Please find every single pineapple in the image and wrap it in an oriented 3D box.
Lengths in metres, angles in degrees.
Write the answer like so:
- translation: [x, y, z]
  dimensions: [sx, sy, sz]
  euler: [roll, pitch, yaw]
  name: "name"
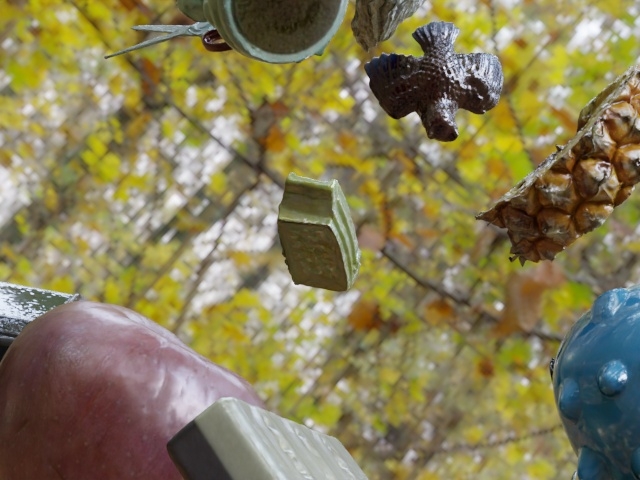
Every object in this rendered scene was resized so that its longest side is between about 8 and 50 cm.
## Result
- translation: [0.256, -0.079, 1.327]
  dimensions: [0.079, 0.233, 0.135]
  euler: [43, -11, -13]
  name: "pineapple"

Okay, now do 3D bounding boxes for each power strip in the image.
- translation: [-0.018, 0.190, 1.091]
  dimensions: [0.105, 0.070, 0.257]
  euler: [53, 6, 24]
  name: "power strip"

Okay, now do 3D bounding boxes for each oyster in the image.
- translation: [0.085, -0.273, 1.510]
  dimensions: [0.064, 0.177, 0.125]
  euler: [43, 15, 19]
  name: "oyster"

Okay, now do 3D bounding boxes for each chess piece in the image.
- translation: [-0.094, -0.333, 1.798]
  dimensions: [0.175, 0.176, 0.298]
  euler: [56, -6, -31]
  name: "chess piece"

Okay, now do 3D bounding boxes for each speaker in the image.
- translation: [-0.437, 0.196, 2.061]
  dimensions: [0.153, 0.192, 0.230]
  euler: [10, -70, 6]
  name: "speaker"

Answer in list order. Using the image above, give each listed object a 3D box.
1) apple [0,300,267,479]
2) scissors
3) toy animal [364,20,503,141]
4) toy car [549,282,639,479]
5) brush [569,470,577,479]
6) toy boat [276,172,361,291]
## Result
- translation: [-0.192, 0.204, 1.439]
  dimensions: [0.306, 0.235, 0.306]
  euler: [31, -3, 2]
  name: "apple"
- translation: [-0.174, -0.278, 1.911]
  dimensions: [0.248, 0.144, 0.017]
  euler: [-4, -56, 33]
  name: "scissors"
- translation: [0.178, -0.239, 2.206]
  dimensions: [0.219, 0.179, 0.116]
  euler: [1, -48, -3]
  name: "toy animal"
- translation: [0.295, 0.158, 1.154]
  dimensions: [0.188, 0.190, 0.255]
  euler: [-29, -75, 32]
  name: "toy car"
- translation: [0.256, 0.267, 1.524]
  dimensions: [0.013, 0.016, 0.083]
  euler: [21, -35, 7]
  name: "brush"
- translation: [-0.001, 0.006, 2.261]
  dimensions: [0.111, 0.084, 0.276]
  euler: [7, -32, 14]
  name: "toy boat"
